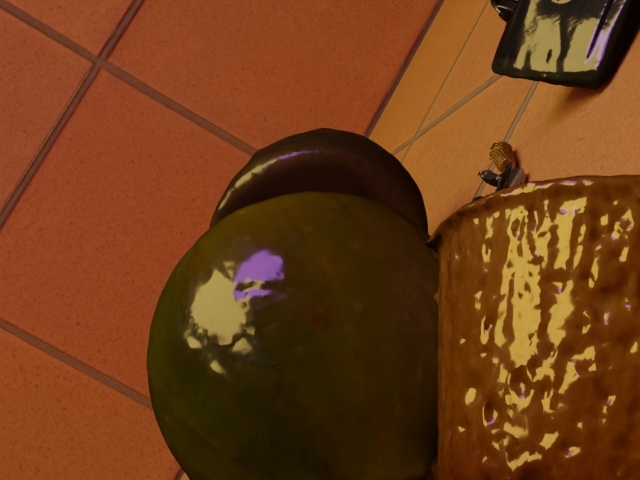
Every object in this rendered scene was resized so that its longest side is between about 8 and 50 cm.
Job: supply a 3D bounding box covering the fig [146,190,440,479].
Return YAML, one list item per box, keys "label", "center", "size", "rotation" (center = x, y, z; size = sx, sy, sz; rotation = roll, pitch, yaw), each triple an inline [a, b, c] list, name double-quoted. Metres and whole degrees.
- label: "fig"
  center: [0.007, 0.121, 0.898]
  size: [0.316, 0.316, 0.316]
  rotation: [-58, 7, 12]

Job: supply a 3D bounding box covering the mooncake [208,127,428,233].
- label: "mooncake"
  center: [0.000, 0.000, 1.375]
  size: [0.284, 0.284, 0.155]
  rotation: [-58, 2, 17]

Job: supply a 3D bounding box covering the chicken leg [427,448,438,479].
- label: "chicken leg"
  center: [0.118, 0.172, 0.726]
  size: [0.093, 0.070, 0.178]
  rotation: [-64, 15, 17]

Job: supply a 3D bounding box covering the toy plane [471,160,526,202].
- label: "toy plane"
  center: [0.172, -0.013, 1.103]
  size: [0.226, 0.058, 0.226]
  rotation: [-67, -6, -45]

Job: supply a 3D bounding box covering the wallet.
- label: "wallet"
  center: [0.288, -0.280, 1.148]
  size: [0.169, 0.052, 0.245]
  rotation: [19, 80, 48]

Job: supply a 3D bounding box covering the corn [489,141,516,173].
- label: "corn"
  center: [0.216, -0.099, 1.261]
  size: [0.083, 0.028, 0.027]
  rotation: [-80, 1, -70]

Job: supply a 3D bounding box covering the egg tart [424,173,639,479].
- label: "egg tart"
  center: [0.134, 0.075, 0.488]
  size: [0.202, 0.203, 0.147]
  rotation: [135, 155, -65]

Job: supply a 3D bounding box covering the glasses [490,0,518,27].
- label: "glasses"
  center: [0.317, -0.365, 1.304]
  size: [0.268, 0.118, 0.234]
  rotation: [-58, 6, 18]
